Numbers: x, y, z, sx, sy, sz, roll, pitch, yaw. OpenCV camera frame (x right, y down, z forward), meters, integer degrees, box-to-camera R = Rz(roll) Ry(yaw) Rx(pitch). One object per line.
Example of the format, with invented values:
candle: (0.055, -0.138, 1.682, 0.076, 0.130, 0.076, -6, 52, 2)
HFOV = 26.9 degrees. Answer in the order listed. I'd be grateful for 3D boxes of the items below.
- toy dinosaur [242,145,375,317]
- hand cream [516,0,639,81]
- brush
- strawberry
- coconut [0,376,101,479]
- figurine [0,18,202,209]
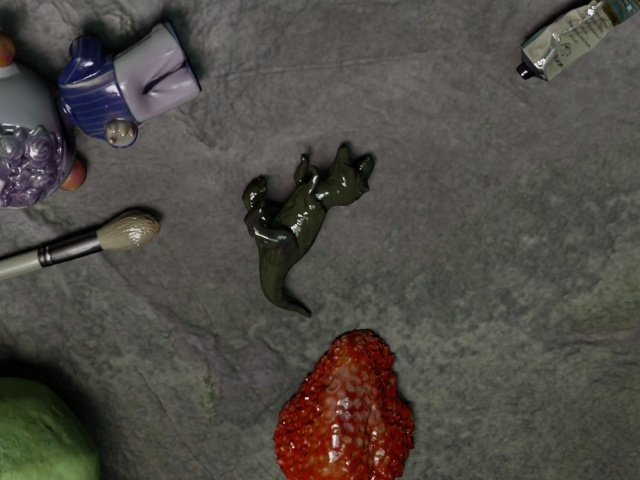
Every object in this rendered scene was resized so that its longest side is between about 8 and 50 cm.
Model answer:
toy dinosaur: (0.000, 0.000, 1.439, 0.187, 0.087, 0.179, -34, 115, 14)
hand cream: (0.297, -0.252, 1.362, 0.248, 0.052, 0.075, -43, 137, 10)
brush: (-0.315, 0.023, 1.454, 0.299, 0.042, 0.039, -17, 119, 8)
strawberry: (0.029, 0.238, 1.559, 0.175, 0.106, 0.236, -18, 118, 4)
coconut: (-0.388, 0.313, 1.462, 0.329, 0.281, 0.328, -3, 96, -33)
figurine: (-0.252, -0.117, 1.335, 0.274, 0.133, 0.193, -8, 131, -17)
